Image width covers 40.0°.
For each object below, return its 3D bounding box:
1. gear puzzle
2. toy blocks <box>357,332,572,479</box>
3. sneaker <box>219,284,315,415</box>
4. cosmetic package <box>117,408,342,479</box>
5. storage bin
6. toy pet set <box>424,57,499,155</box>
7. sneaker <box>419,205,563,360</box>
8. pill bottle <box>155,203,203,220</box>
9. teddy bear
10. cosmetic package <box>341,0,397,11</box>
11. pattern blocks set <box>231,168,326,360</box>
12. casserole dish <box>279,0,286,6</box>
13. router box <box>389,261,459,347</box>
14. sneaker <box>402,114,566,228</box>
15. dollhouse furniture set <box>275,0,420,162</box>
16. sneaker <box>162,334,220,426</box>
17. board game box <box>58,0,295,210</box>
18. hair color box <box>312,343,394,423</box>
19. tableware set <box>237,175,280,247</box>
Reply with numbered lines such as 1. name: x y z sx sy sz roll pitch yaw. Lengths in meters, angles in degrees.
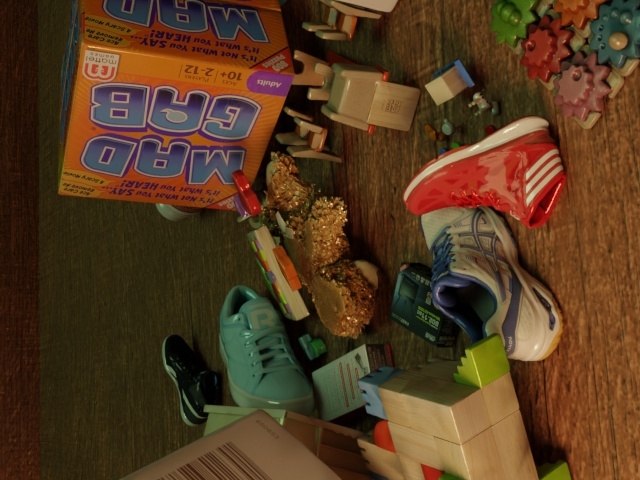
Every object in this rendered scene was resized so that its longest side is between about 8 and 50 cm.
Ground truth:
1. gear puzzle: 0.283 -0.310 1.123 0.175 0.044 0.339 -60 43 35
2. toy blocks: 0.157 0.299 1.135 0.261 0.190 0.381 3 113 59
3. sneaker: -0.113 0.188 1.579 0.366 0.135 0.150 -142 46 -59
4. cosmetic package: -0.125 0.489 1.060 0.327 0.329 0.394 37 119 23
5. storage bin: -0.026 0.350 1.374 0.262 0.260 0.123 -14 59 56
6. toy pet set: 0.201 -0.195 1.260 0.114 0.065 0.122 56 149 -8
7. sneaker: 0.195 0.036 1.166 0.296 0.131 0.112 57 135 44
8. pill bottle: -0.280 -0.129 1.921 0.216 0.121 0.121 -40 55 48
9. teddy bear: 0.000 0.000 1.461 0.338 0.113 0.245 46 145 44
10. cosmetic package: 0.108 -0.606 1.322 0.453 0.161 0.230 -59 43 36
11. pattern blocks set: -0.077 0.057 1.513 0.325 0.026 0.285 62 169 13
12. casserole dish: -0.068 -0.524 1.703 0.188 0.037 0.114 -39 56 50
13. router box: 0.158 0.093 1.302 0.122 0.038 0.092 29 113 54
14. sneaker: 0.214 -0.059 1.146 0.221 0.087 0.128 -32 63 30
15. dollhouse furniture set: 0.045 -0.254 1.459 0.259 0.135 0.262 -130 51 -61
16. sneaker: -0.273 0.287 1.929 0.121 0.079 0.217 -43 61 43
17. board game box: -0.288 -0.315 1.649 0.357 0.356 0.356 116 150 -45
18. hair color box: 0.055 0.237 1.438 0.167 0.053 0.093 -38 55 51
19. tableware set: -0.098 -0.047 1.708 0.194 0.039 0.128 28 111 55
